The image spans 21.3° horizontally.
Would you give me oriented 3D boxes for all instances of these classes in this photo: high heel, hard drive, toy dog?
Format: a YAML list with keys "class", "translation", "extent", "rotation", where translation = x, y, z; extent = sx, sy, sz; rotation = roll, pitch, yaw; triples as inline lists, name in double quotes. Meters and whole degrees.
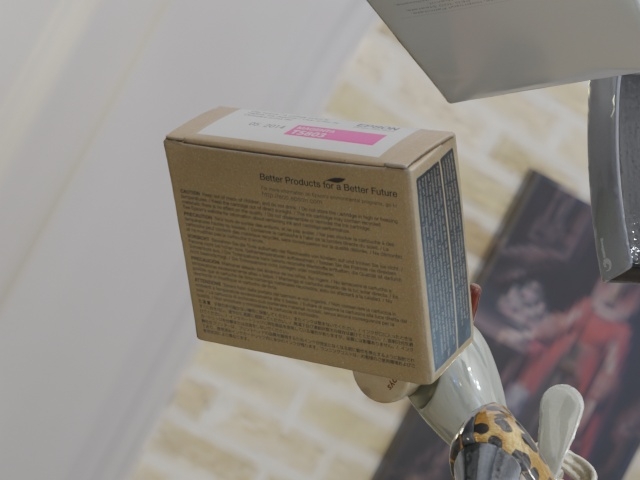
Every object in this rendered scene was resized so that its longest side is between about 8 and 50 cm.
- class: "high heel"
  translation: [0.192, 0.251, 1.331]
  extent: [0.261, 0.093, 0.186]
  rotation: [47, 30, -28]
- class: "hard drive"
  translation: [0.395, -0.076, 1.952]
  extent: [0.172, 0.255, 0.054]
  rotation: [4, -16, -15]
- class: "toy dog"
  translation: [0.201, 0.179, 1.882]
  extent: [0.333, 0.161, 0.220]
  rotation: [37, 31, 5]

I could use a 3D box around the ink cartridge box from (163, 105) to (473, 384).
- class: "ink cartridge box"
  translation: [0.000, 0.000, 1.393]
  extent: [0.234, 0.193, 0.088]
  rotation: [10, 28, 31]

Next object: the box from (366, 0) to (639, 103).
- class: "box"
  translation: [0.114, -0.252, 1.131]
  extent: [0.168, 0.215, 0.345]
  rotation: [-9, -16, 16]
